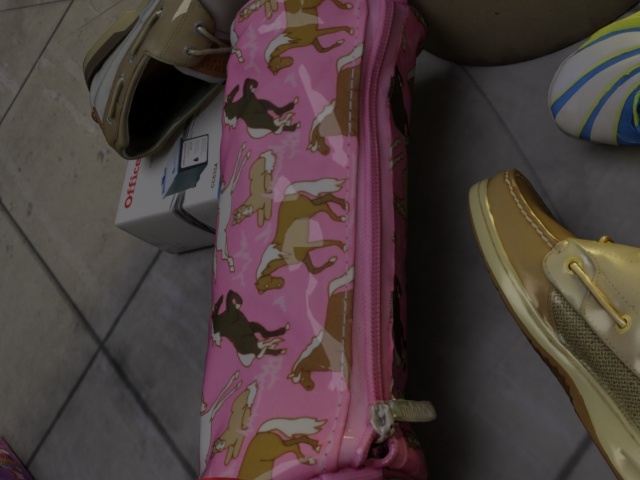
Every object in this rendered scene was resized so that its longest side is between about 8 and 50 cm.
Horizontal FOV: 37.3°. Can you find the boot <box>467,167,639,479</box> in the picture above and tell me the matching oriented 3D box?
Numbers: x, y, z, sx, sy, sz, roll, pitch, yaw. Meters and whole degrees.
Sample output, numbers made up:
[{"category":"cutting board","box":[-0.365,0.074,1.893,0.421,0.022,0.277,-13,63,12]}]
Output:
[{"category":"boot","box":[0.212,0.011,0.527,0.203,0.095,0.262,-43,47,21]}]

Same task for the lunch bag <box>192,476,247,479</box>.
[{"category":"lunch bag","box":[-0.020,0.264,0.480,0.120,0.293,0.258,40,103,48]}]

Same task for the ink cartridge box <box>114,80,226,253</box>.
[{"category":"ink cartridge box","box":[-0.092,-0.076,0.880,0.190,0.082,0.140,-11,62,39]}]

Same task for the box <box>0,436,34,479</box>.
[{"category":"box","box":[-0.329,0.336,0.918,0.293,0.057,0.201,27,91,48]}]

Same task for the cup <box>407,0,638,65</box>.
[{"category":"cup","box":[0.109,-0.333,0.699,0.331,0.237,0.331,-22,55,35]}]

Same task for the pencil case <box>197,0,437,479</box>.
[{"category":"pencil case","box":[0.000,0.000,0.678,0.167,0.160,0.386,-6,67,17]}]

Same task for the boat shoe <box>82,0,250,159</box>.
[{"category":"boat shoe","box":[-0.097,-0.180,0.803,0.302,0.113,0.103,-40,57,41]}]

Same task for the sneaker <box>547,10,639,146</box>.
[{"category":"sneaker","box":[0.224,-0.095,0.535,0.240,0.126,0.091,-11,101,40]}]
